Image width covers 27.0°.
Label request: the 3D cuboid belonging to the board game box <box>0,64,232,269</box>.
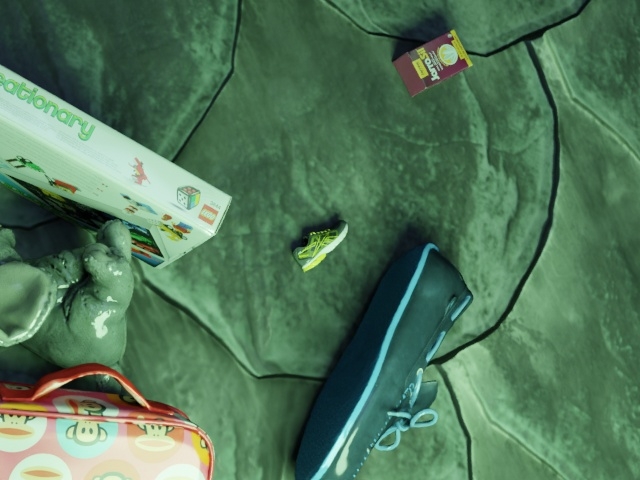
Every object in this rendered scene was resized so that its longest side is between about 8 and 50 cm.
[{"bbox_3d":[-0.263,-0.077,1.407,0.305,0.193,0.053,30,68,-16],"label":"board game box"}]

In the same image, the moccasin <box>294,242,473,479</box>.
[{"bbox_3d":[0.092,0.160,1.546,0.117,0.138,0.342,38,66,-17],"label":"moccasin"}]

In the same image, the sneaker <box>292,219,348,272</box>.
[{"bbox_3d":[0.000,0.000,1.598,0.035,0.031,0.083,46,64,-8],"label":"sneaker"}]

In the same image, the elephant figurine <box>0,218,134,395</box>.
[{"bbox_3d":[-0.323,0.051,1.385,0.240,0.169,0.186,3,40,-19],"label":"elephant figurine"}]

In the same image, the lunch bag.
[{"bbox_3d":[-0.258,0.247,1.333,0.293,0.120,0.258,11,95,-23],"label":"lunch bag"}]

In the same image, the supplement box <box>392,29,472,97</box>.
[{"bbox_3d":[0.144,-0.228,1.712,0.083,0.043,0.055,-30,92,-27],"label":"supplement box"}]
